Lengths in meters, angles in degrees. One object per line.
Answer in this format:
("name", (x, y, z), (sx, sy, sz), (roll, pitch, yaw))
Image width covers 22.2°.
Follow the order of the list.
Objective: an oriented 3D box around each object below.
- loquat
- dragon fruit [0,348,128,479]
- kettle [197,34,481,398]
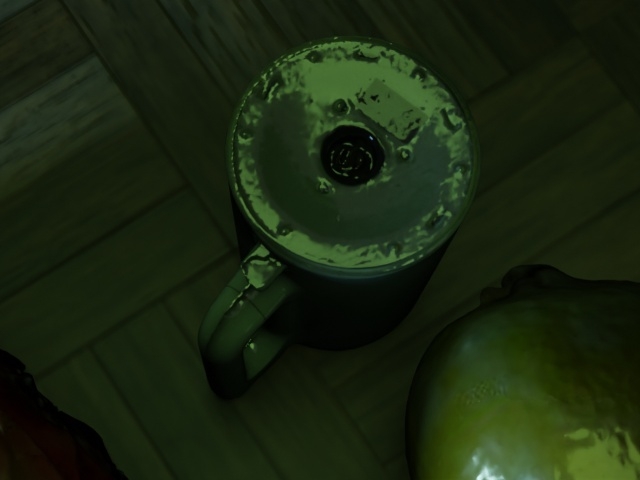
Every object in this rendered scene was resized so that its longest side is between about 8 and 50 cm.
("loquat", (0.118, 0.100, 0.657), (0.152, 0.152, 0.195), (-25, 79, -8))
("dragon fruit", (-0.223, 0.154, 0.594), (0.286, 0.228, 0.329), (41, 75, 8))
("kettle", (0.006, 0.000, 0.685), (0.098, 0.148, 0.127), (9, 72, -1))
